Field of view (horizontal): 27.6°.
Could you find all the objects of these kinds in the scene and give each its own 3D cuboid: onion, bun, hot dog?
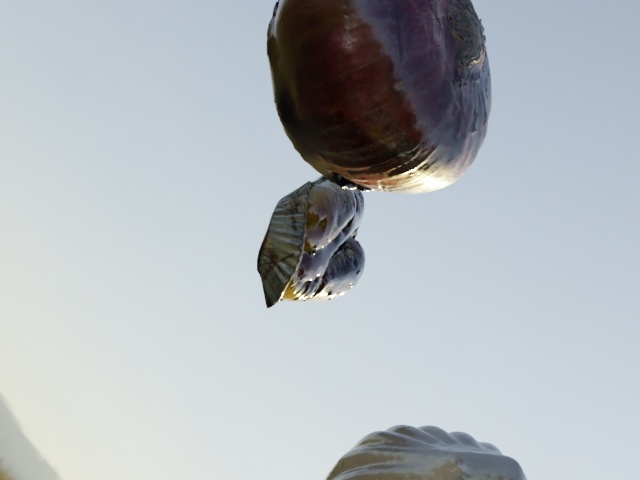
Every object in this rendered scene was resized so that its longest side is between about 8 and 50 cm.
[{"bbox_3d":[0.053,-0.155,1.143,0.190,0.246,0.246,-6,-51,30],"label":"onion"},{"bbox_3d":[0.136,0.281,1.348,0.263,0.263,0.175,44,-48,17],"label":"bun"},{"bbox_3d":[0.000,0.000,1.558,0.081,0.163,0.270,16,8,16],"label":"hot dog"}]
